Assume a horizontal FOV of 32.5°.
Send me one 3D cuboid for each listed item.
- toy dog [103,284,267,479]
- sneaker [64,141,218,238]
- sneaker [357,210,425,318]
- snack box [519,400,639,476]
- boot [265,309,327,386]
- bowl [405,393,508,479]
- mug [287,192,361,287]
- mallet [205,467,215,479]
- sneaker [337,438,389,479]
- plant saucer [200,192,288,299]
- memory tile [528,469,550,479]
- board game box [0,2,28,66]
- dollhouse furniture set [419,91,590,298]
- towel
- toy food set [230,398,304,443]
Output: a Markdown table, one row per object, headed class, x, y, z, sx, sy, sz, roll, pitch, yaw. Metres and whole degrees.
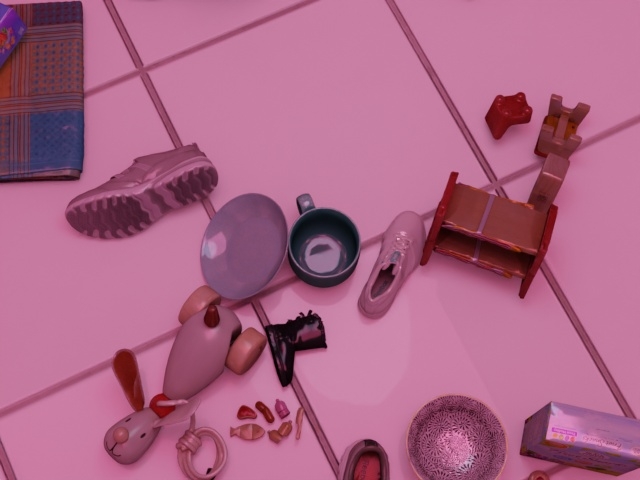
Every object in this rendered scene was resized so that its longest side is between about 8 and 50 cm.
| class | x | y | z | sx | sy | sz | roll | pitch | yaw |
| --- | --- | --- | --- | --- | --- | --- | --- | --- | --- |
| toy dog | -0.232 | 0.220 | 1.831 | 0.220 | 0.161 | 0.334 | 15 | 70 | 12 |
| sneaker | -0.326 | -0.092 | 1.991 | 0.281 | 0.105 | 0.115 | -20 | 43 | -6 |
| sneaker | 0.133 | 0.035 | 1.945 | 0.080 | 0.094 | 0.212 | 22 | 72 | 7 |
| snack box | 0.433 | 0.326 | 1.796 | 0.174 | 0.207 | 0.070 | 12 | 71 | 3 |
| boot | -0.036 | 0.187 | 1.918 | 0.099 | 0.045 | 0.121 | -12 | 74 | -12 |
| bowl | 0.224 | 0.348 | 1.849 | 0.170 | 0.080 | 0.170 | 1 | 71 | -2 |
| mug | 0.008 | 0.005 | 1.950 | 0.129 | 0.097 | 0.158 | 10 | 71 | 2 |
| mallet | -0.226 | 0.465 | 1.824 | 0.062 | 0.039 | 0.190 | 14 | 67 | 6 |
| sneaker | 0.064 | 0.455 | 1.795 | 0.100 | 0.108 | 0.271 | 4 | 73 | -2 |
| plant saucer | -0.126 | 0.014 | 1.944 | 0.195 | 0.037 | 0.195 | -12 | 68 | 31 |
| memory tile | 0.396 | 0.469 | 1.849 | 0.148 | 0.012 | 0.113 | 34 | 74 | 9 |
| board game box | -0.736 | -0.314 | 2.015 | 0.233 | 0.078 | 0.347 | 27 | 77 | 17 |
| dollhouse furniture set | 0.336 | -0.104 | 1.993 | 0.201 | 0.152 | 0.374 | 20 | 55 | 6 |
| towel | -0.578 | -0.277 | 2.061 | 0.271 | 0.040 | 0.370 | -3 | 70 | -3 |
| toy food set | -0.091 | 0.308 | 1.887 | 0.122 | 0.019 | 0.078 | 6 | 71 | 8 |
